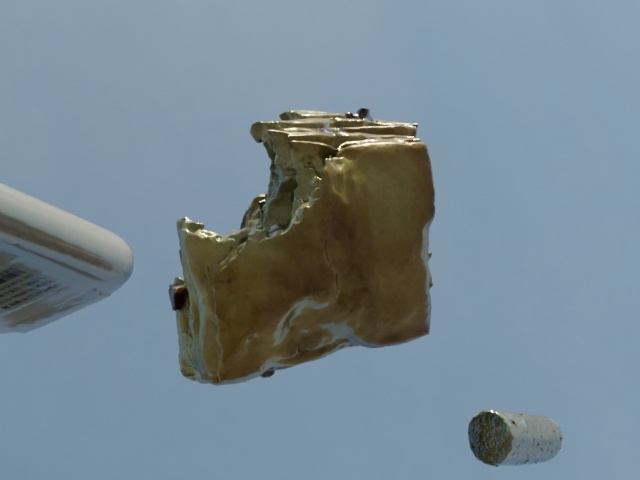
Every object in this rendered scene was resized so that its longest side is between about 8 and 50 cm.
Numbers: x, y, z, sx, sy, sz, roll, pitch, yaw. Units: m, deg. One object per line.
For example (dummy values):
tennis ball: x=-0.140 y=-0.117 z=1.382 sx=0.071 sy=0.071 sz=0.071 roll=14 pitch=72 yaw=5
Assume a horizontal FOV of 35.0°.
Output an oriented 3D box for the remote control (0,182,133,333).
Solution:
remote control: x=-0.146 y=-0.019 z=0.255 sx=0.067 sy=0.261 sz=0.029 roll=-22 pitch=-114 yaw=19

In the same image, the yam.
yam: x=0.191 y=0.194 z=0.996 sx=0.132 sy=0.054 sz=0.054 roll=15 pitch=-91 yaw=-53

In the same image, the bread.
bread: x=0.000 y=0.000 z=1.213 sx=0.369 sy=0.191 sz=0.314 roll=-9 pitch=-81 yaw=-38
